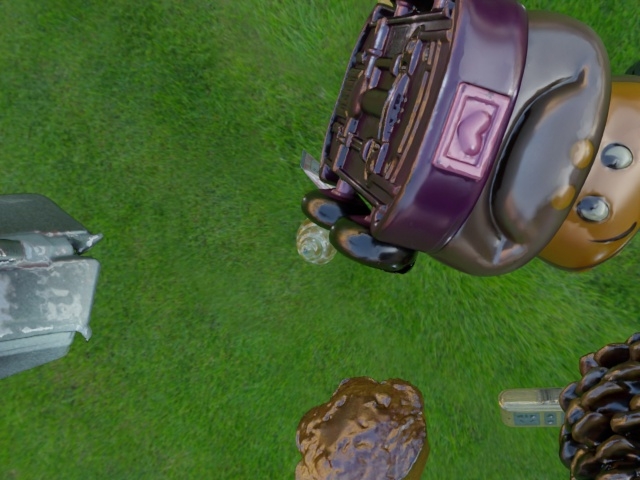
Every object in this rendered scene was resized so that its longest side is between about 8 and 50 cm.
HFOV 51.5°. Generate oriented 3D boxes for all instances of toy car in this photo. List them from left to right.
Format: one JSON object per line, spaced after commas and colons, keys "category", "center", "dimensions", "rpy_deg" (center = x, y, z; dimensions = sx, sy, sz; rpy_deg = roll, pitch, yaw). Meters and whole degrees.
{"category": "toy car", "center": [0.139, -0.099, 0.607], "dimensions": [0.241, 0.340, 0.271], "rpy_deg": [14, 104, -15]}

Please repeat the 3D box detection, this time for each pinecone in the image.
{"category": "pinecone", "center": [0.353, 0.218, 0.670], "dimensions": [0.224, 0.272, 0.224], "rpy_deg": [10, 121, 17]}

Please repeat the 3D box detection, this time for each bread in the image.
{"category": "bread", "center": [0.072, 0.339, 1.111], "dimensions": [0.232, 0.135, 0.246], "rpy_deg": [12, 57, 34]}

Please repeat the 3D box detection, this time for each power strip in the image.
{"category": "power strip", "center": [0.567, 0.343, 1.359], "dimensions": [0.388, 0.066, 0.092], "rpy_deg": [-7, 134, 16]}

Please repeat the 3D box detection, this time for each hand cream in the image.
{"category": "hand cream", "center": [0.038, -0.077, 1.170], "dimensions": [0.043, 0.067, 0.210], "rpy_deg": [-35, 115, 25]}

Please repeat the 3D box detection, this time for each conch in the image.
{"category": "conch", "center": [-0.005, -0.008, 1.534], "dimensions": [0.116, 0.106, 0.172], "rpy_deg": [-3, 48, 47]}

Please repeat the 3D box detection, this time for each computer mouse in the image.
{"category": "computer mouse", "center": [-0.240, 0.032, 0.383], "dimensions": [0.231, 0.071, 0.126], "rpy_deg": [-18, 62, -20]}

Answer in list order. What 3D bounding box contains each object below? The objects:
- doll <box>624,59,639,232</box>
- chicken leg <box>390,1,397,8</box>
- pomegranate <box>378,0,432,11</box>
{"category": "doll", "center": [0.426, -0.122, 0.891], "dimensions": [0.310, 0.240, 0.284], "rpy_deg": [-1, 133, 15]}
{"category": "chicken leg", "center": [0.062, -0.338, 0.784], "dimensions": [0.051, 0.253, 0.105], "rpy_deg": [-38, 59, 14]}
{"category": "pomegranate", "center": [0.214, -0.487, 1.234], "dimensions": [0.233, 0.233, 0.232], "rpy_deg": [0, 92, 11]}
